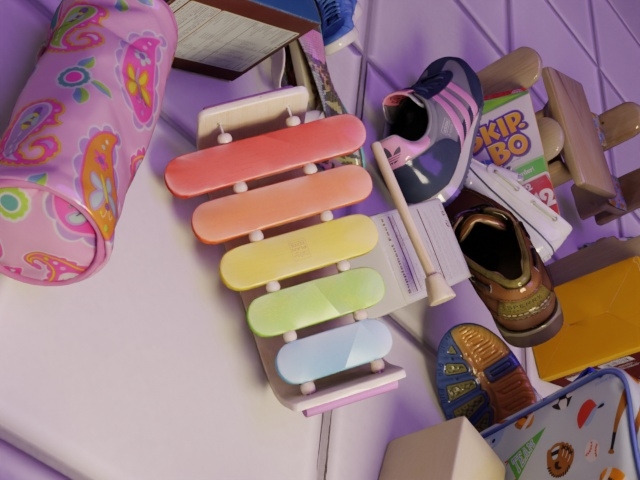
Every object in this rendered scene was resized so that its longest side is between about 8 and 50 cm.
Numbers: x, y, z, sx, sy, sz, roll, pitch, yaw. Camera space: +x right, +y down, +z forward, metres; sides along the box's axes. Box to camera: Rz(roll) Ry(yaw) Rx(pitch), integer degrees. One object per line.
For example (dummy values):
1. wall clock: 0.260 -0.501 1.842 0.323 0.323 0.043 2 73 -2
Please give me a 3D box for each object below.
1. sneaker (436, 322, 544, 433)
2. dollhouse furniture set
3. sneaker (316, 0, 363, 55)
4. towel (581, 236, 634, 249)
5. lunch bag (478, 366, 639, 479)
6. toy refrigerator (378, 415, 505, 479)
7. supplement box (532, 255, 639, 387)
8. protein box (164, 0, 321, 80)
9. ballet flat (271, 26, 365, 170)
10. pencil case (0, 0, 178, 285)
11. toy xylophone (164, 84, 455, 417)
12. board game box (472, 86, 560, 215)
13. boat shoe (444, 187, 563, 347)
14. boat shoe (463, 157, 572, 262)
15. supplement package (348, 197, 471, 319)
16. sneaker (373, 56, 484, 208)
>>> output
1. sneaker: 0.234 0.220 1.307 0.296 0.112 0.131 58 14 -12
2. dollhouse furniture set: 0.473 -0.113 1.697 0.362 0.256 0.394 14 57 -46
3. sneaker: 0.012 -0.305 1.371 0.084 0.058 0.152 56 28 -24
4. towel: 0.595 0.111 1.958 0.325 0.038 0.248 -7 72 -55
5. lunch bag: 0.263 0.272 1.095 0.115 0.303 0.243 23 49 -27
6. toy refrigerator: 0.106 0.310 1.029 0.094 0.102 0.269 51 33 -20
7. supplement box: 0.440 0.135 1.560 0.194 0.191 0.129 23 50 -48
8. protein box: -0.133 -0.294 1.078 0.201 0.136 0.200 3 65 -55
9. ballet flat: -0.016 -0.166 1.223 0.079 0.077 0.221 -11 81 -38
10. pencil case: -0.199 -0.098 0.866 0.124 0.124 0.284 42 37 -31
11. toy xylophone: 0.000 0.000 1.026 0.236 0.081 0.323 -24 81 -18
12. board game box: 0.272 -0.116 1.559 0.039 0.124 0.259 60 20 -57
13. boat shoe: 0.212 0.000 1.306 0.104 0.110 0.307 62 -1 -34
14. boat shoe: 0.255 -0.066 1.475 0.226 0.076 0.083 47 -5 12
15. supplement package: 0.076 0.026 1.185 0.179 0.105 0.105 -15 83 -58
16. sneaker: 0.145 -0.180 1.429 0.131 0.112 0.319 48 33 -28
